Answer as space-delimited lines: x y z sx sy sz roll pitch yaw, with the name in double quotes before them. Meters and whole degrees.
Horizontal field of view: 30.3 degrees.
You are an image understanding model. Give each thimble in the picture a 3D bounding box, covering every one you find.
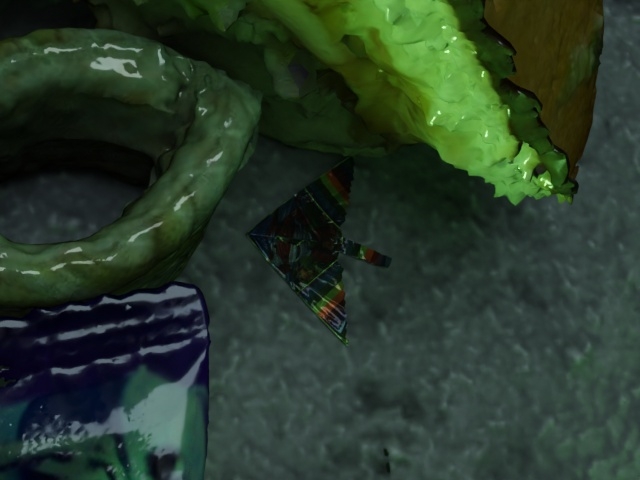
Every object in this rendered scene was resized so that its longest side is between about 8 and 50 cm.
"thimble" -0.127 -0.025 0.606 0.190 0.143 0.137 -24 78 -21

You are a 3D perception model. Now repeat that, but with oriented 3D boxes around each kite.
"kite" 0.000 0.000 0.706 0.090 0.004 0.122 12 69 -10

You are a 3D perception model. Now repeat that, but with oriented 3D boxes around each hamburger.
"hamburger" -0.001 -0.224 0.564 0.268 0.445 0.287 10 68 34

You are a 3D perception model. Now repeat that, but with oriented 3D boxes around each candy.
"candy" -0.095 0.162 0.549 0.145 0.070 0.275 -14 102 -11
